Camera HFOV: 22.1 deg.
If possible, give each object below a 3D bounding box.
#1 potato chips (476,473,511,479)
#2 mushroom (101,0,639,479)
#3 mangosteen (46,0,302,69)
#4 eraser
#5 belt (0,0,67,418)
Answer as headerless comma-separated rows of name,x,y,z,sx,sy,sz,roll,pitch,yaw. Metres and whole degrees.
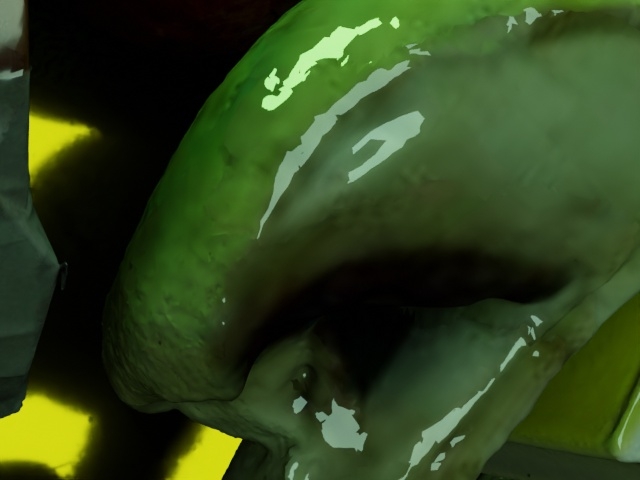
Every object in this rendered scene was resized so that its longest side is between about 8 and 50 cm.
potato chips,0.235,0.144,0.849,0.429,0.070,0.358,-25,101,-18
mushroom,-0.001,-0.008,0.670,0.212,0.217,0.292,28,94,-37
mangosteen,-0.060,-0.198,0.711,0.215,0.215,0.257,-28,65,-20
eraser,0.109,0.029,0.732,0.069,0.226,0.158,39,71,-27
belt,-0.163,-0.042,0.625,0.105,0.184,0.261,-1,130,-20
